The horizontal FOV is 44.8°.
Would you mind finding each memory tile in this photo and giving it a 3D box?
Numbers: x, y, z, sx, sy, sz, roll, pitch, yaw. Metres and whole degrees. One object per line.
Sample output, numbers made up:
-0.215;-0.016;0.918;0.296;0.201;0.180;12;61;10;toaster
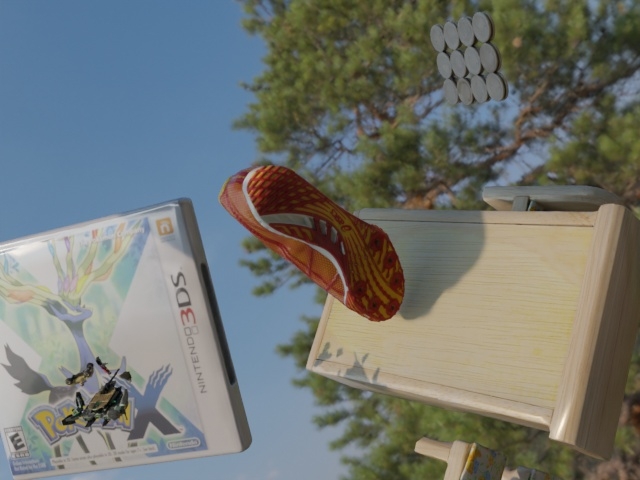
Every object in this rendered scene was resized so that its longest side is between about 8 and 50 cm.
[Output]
0.190;-0.230;0.996;0.012;0.113;0.148;-21;14;-17;memory tile

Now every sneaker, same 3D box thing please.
0.000;0.000;0.591;0.064;0.175;0.067;-55;27;-17;sneaker

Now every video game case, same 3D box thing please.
-0.268;0.128;0.933;0.329;0.300;0.036;-12;5;18;video game case

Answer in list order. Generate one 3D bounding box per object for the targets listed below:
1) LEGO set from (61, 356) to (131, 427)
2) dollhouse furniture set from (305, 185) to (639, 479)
-0.155;0.112;0.552;0.054;0.083;0.023;-27;-64;-1;LEGO set
0.225;0.116;0.737;0.394;0.256;0.362;29;-107;-41;dollhouse furniture set
